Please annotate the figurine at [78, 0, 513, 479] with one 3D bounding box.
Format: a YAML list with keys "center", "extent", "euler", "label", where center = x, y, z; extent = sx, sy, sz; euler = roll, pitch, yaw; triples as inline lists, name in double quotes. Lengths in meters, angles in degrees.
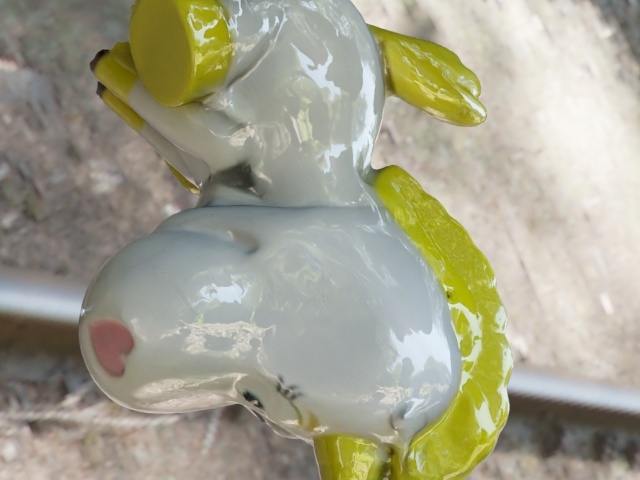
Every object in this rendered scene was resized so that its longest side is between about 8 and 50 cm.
- center: [-0.008, 0.002, 0.507]
  extent: [0.109, 0.130, 0.178]
  euler: [103, -13, -64]
  label: "figurine"
